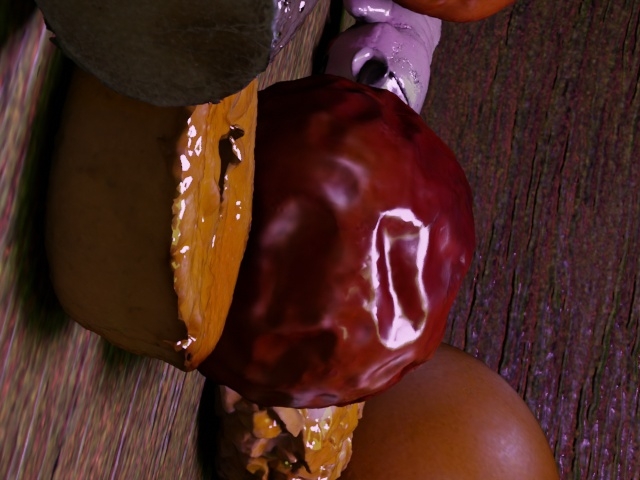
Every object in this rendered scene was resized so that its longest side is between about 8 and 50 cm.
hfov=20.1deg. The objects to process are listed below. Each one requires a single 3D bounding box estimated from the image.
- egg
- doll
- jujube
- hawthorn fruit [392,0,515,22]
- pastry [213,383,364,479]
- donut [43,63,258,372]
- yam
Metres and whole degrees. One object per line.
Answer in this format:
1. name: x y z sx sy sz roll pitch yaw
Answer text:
1. egg: 0.068 0.233 1.559 0.351 0.282 0.283 -90 -173 -57
2. doll: 0.047 -0.144 1.513 0.149 0.095 0.192 99 3 -50
3. jujube: 0.000 0.000 0.941 0.250 0.174 0.174 7 95 -81
4. hawthorn fruit: 0.103 -0.288 1.449 0.225 0.196 0.197 -105 -164 -45
5. pastry: -0.020 0.118 1.319 0.250 0.102 0.154 98 17 -62
6. donut: -0.067 -0.030 0.737 0.178 0.065 0.162 76 22 -75
7. yam: -0.035 -0.118 0.625 0.183 0.107 0.107 -60 162 -56
